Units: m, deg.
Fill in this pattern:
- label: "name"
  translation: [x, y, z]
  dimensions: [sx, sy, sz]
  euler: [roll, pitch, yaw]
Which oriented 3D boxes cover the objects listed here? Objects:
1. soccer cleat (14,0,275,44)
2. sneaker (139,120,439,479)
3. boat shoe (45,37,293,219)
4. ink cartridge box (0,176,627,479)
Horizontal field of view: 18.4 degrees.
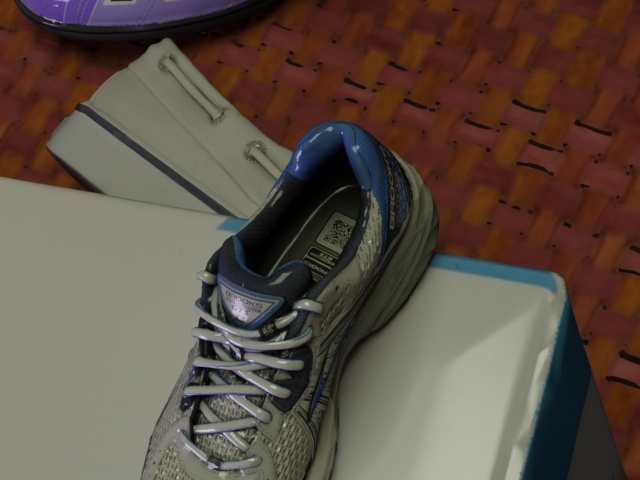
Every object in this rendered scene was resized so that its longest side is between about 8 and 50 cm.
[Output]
- label: "soccer cleat"
  translation: [-0.003, -0.184, 0.898]
  dimensions: [0.318, 0.116, 0.108]
  euler: [-16, 61, 6]
- label: "sneaker"
  translation: [-0.017, 0.026, 0.515]
  dimensions: [0.052, 0.058, 0.135]
  euler: [17, 71, 22]
- label: "boat shoe"
  translation: [0.000, 0.000, 0.823]
  dimensions: [0.267, 0.096, 0.088]
  euler: [35, 81, 36]
- label: "ink cartridge box"
  translation: [-0.017, 0.134, 0.652]
  dimensions: [0.198, 0.270, 0.197]
  euler: [10, 68, 20]
